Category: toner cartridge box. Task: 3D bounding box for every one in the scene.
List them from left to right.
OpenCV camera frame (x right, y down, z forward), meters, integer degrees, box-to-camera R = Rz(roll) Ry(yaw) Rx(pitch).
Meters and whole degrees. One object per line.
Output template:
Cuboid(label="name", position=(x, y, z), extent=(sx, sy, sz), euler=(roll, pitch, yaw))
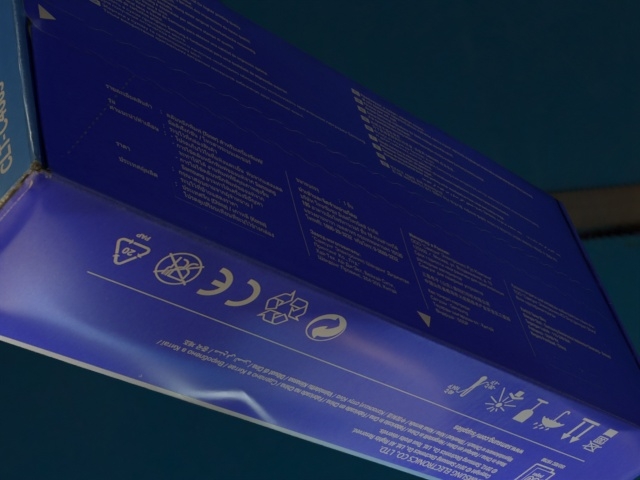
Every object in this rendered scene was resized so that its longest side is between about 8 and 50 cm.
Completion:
Cuboid(label="toner cartridge box", position=(0.000, 0.000, 0.545), extent=(0.075, 0.348, 0.165), euler=(-44, -138, 25))
